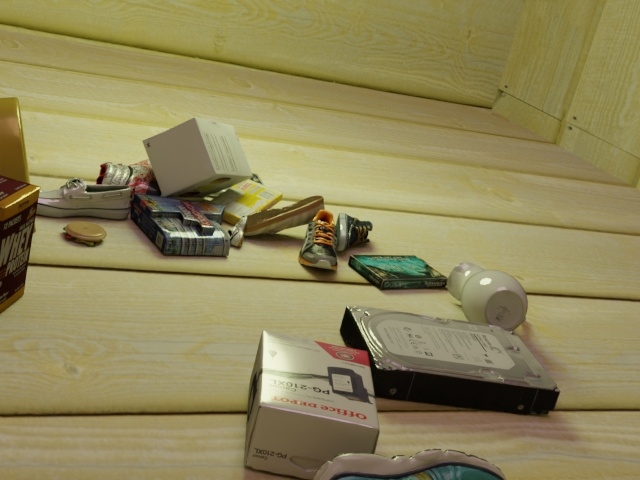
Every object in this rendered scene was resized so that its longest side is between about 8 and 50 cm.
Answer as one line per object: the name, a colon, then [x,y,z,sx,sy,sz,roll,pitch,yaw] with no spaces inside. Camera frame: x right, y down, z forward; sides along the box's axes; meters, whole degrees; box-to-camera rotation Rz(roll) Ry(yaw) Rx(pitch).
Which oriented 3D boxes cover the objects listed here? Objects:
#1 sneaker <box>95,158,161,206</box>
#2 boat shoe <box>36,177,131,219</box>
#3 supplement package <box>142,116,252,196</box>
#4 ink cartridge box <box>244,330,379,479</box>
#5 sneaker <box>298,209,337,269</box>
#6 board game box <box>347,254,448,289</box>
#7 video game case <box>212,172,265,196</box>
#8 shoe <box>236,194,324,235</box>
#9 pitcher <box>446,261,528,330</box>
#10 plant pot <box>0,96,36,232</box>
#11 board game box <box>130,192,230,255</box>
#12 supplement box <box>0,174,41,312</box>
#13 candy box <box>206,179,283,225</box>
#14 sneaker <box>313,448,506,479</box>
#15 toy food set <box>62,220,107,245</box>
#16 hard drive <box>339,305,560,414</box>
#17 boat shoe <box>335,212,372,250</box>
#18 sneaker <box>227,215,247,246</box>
sneaker: [-0.420,-0.149,2.204,0.145,0.090,0.270,14,22,-9]
boat shoe: [-0.498,-0.094,2.013,0.226,0.076,0.083,2,23,-33]
supplement package: [-0.269,-0.179,2.182,0.139,0.134,0.244,-22,-3,15]
ink cartridge box: [-0.015,0.236,1.416,0.172,0.100,0.237,12,19,-6]
sneaker: [0.000,0.000,2.111,0.084,0.083,0.215,13,20,-10]
board game box: [0.169,0.067,2.133,0.186,0.026,0.126,0,23,-36]
video game case: [-0.220,-0.139,2.428,0.173,0.022,0.190,8,20,-18]
shoe: [-0.083,-0.042,2.177,0.219,0.058,0.076,-19,22,-25]
pitcher: [0.361,0.127,1.994,0.177,0.125,0.207,27,6,-12]
plant pot: [-0.648,-0.123,1.766,0.239,0.254,0.254,-7,25,-15]
board game box: [-0.268,-0.033,2.041,0.194,0.060,0.194,1,24,-34]
supplement box: [-0.565,-0.005,1.539,0.191,0.194,0.129,16,20,5]
candy box: [-0.176,-0.088,2.274,0.105,0.027,0.206,21,27,16]
sneaker: [0.120,0.343,1.270,0.275,0.107,0.110,1,42,-22]
toy food set: [-0.457,-0.015,1.910,0.083,0.020,0.082,20,20,13]
hard drive: [0.222,0.208,1.730,0.338,0.064,0.237,10,20,-15]
boat shoe: [0.077,-0.018,2.240,0.083,0.065,0.183,13,18,-2]
sneaker: [-0.177,-0.024,2.085,0.037,0.032,0.083,9,46,4]
